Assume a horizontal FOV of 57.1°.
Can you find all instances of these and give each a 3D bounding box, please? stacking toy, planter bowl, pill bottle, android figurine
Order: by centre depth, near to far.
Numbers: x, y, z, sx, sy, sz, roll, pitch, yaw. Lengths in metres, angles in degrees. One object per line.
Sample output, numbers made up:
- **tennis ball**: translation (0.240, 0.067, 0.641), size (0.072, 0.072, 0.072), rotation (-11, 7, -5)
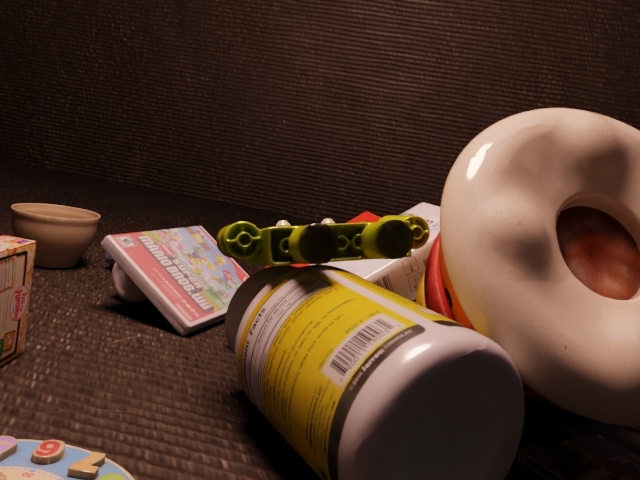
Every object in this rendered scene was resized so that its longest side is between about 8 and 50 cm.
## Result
- **pill bottle**: translation (0.025, 0.133, 0.616), size (0.188, 0.187, 0.334), rotation (5, 10, -31)
- **android figurine**: translation (0.000, 0.000, 0.721), size (0.248, 0.056, 0.273), rotation (-3, 1, -15)
- **stacking toy**: translation (0.245, 0.092, 0.782), size (0.351, 0.350, 0.480), rotation (9, -26, -10)
- **pill bottle**: translation (-0.297, 0.060, 1.078), size (0.087, 0.087, 0.160), rotation (13, 9, 19)
- **planter bowl**: translation (-0.532, -0.007, 1.175), size (0.162, 0.109, 0.162), rotation (10, 9, -2)

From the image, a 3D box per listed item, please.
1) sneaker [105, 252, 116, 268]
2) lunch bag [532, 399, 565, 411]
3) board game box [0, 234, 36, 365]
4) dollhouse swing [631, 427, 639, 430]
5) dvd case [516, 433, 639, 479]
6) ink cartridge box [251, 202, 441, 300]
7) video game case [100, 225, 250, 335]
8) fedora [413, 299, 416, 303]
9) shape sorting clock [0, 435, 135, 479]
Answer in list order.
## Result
- **sneaker**: translation (-0.395, 0.038, 1.207), size (0.087, 0.083, 0.221), rotation (-7, 8, -19)
- **lunch bag**: translation (0.357, 0.154, 0.917), size (0.090, 0.176, 0.219), rotation (8, 8, -13)
- **board game box**: translation (-0.380, 0.080, 0.630), size (0.045, 0.146, 0.193), rotation (11, 7, 1)
- **dollhouse swing**: translation (0.610, 0.132, 0.946), size (0.315, 0.304, 0.347), rotation (14, 8, 25)
- **dvd case**: translation (0.353, 0.275, 0.635), size (0.165, 0.018, 0.221), rotation (5, 10, -34)
- **ink cartridge box**: translation (0.052, 0.020, 1.084), size (0.308, 0.091, 0.385), rotation (-29, 25, -17)
- **video game case**: translation (-0.227, 0.058, 1.043), size (0.204, 0.025, 0.285), rotation (45, 17, 11)
- **fedora**: translation (0.134, 0.110, 1.168), size (0.194, 0.194, 0.079), rotation (5, 47, -34)
- **shape sorting clock**: translation (-0.234, 0.189, 0.424), size (0.206, 0.040, 0.206), rotation (10, 8, -2)
